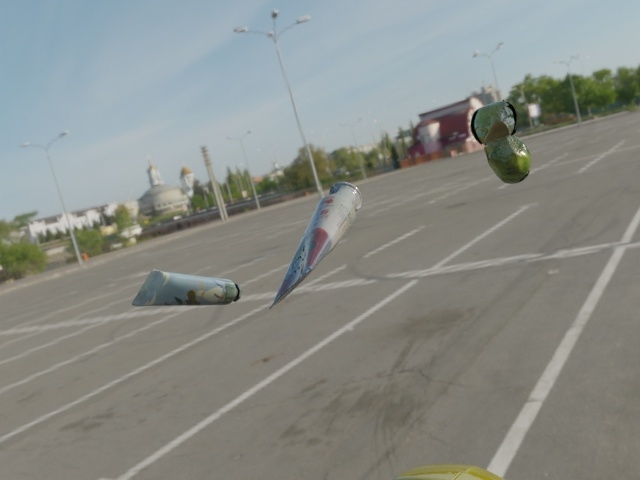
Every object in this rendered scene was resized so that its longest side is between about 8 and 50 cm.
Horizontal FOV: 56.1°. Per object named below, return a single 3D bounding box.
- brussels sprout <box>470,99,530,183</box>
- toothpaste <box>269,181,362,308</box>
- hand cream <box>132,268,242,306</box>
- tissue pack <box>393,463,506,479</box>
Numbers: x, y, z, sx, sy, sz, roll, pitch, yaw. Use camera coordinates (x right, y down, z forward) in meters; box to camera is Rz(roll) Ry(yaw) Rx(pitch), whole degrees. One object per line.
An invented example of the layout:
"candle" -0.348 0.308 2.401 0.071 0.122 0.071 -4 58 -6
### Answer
"brussels sprout" 0.178 -0.098 0.587 0.046 0.083 0.051 -36 -25 34
"toothpaste" 0.000 0.000 0.800 0.089 0.057 0.234 -46 9 39
"hand cream" -0.272 0.108 1.275 0.091 0.058 0.271 -53 -30 16
"tissue pack" 0.132 0.304 0.553 0.127 0.178 0.123 -4 -11 32
